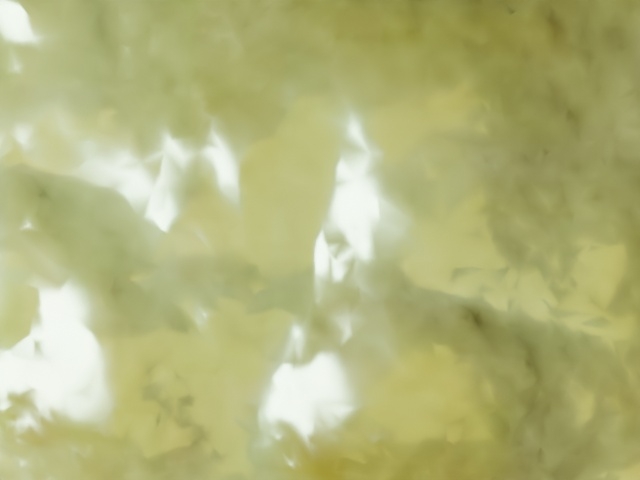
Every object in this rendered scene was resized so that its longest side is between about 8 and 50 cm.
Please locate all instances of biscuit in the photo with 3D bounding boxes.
[{"bbox_3d":[0.000,0.000,0.620,0.446,0.104,0.429,11,100,9],"label":"biscuit"}]
